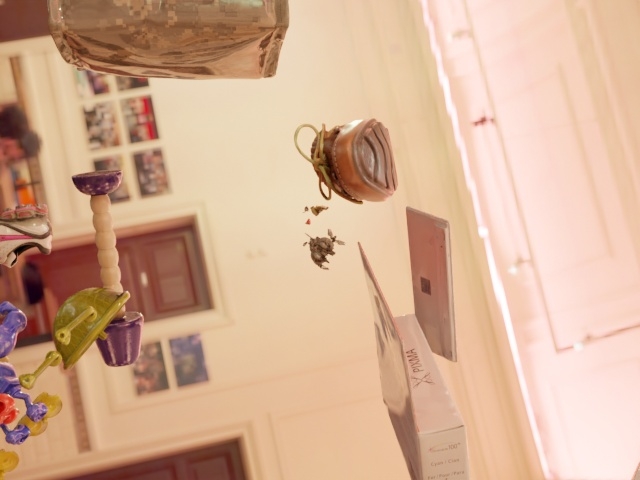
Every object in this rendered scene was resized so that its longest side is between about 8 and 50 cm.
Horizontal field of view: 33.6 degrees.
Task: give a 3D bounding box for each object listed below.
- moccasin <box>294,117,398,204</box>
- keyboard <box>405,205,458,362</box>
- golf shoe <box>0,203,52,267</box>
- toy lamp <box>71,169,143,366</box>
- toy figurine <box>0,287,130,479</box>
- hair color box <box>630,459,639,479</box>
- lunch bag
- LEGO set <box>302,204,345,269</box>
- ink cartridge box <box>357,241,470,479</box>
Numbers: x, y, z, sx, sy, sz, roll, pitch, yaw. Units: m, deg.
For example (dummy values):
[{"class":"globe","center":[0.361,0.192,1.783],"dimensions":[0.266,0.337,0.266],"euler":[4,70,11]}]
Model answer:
[{"class":"moccasin","center":[0.042,-0.131,1.682],"dimensions":[0.380,0.146,0.139],"euler":[-81,159,-76]},{"class":"keyboard","center":[0.157,0.066,1.483],"dimensions":[0.072,0.014,0.256],"euler":[28,-40,39]},{"class":"golf shoe","center":[-0.498,0.003,1.605],"dimensions":[0.067,0.186,0.086],"euler":[17,60,-80]},{"class":"toy lamp","center":[-0.296,0.041,1.490],"dimensions":[0.080,0.080,0.275],"euler":[-145,-130,-75]},{"class":"toy figurine","center":[-0.439,0.149,1.341],"dimensions":[0.217,0.363,0.191],"euler":[39,5,9]},{"class":"hair color box","center":[0.370,0.176,1.000],"dimensions":[0.167,0.093,0.053],"euler":[-63,162,-8]},{"class":"lunch bag","center":[-0.157,-0.255,1.131],"dimensions":[0.287,0.235,0.169],"euler":[137,-49,-80]},{"class":"LEGO set","center":[-0.003,-0.001,1.257],"dimensions":[0.083,0.054,0.023],"euler":[63,29,-11]},{"class":"ink cartridge box","center":[0.118,0.167,1.343],"dimensions":[0.296,0.066,0.261],"euler":[-109,-171,-66]}]
